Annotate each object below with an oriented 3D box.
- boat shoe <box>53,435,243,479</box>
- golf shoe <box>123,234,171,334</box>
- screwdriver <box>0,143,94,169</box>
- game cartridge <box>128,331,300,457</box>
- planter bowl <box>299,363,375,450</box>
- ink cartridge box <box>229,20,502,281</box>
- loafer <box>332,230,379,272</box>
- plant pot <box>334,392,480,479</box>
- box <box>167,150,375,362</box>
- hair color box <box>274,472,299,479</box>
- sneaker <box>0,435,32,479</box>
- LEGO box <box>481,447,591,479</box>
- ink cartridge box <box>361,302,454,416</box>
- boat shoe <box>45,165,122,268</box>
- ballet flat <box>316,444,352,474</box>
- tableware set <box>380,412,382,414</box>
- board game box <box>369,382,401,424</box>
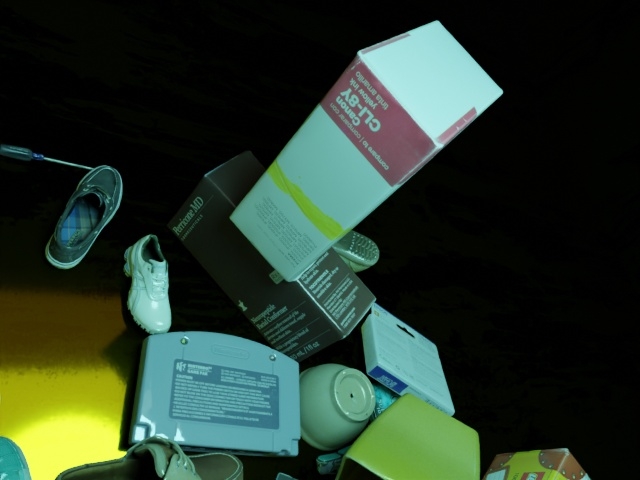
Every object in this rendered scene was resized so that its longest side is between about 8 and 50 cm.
[{"bbox_3d":[-0.218,0.332,0.701,0.324,0.123,0.117,10,94,-58],"label":"boat shoe"},{"bbox_3d":[-0.291,0.072,0.894,0.069,0.086,0.176,-3,61,-44],"label":"golf shoe"},{"bbox_3d":[-0.486,-0.147,0.941,0.169,0.024,0.025,7,29,-44],"label":"screwdriver"},{"bbox_3d":[-0.169,0.261,0.898,0.294,0.060,0.196,19,55,-30],"label":"game cartridge"},{"bbox_3d":[0.036,0.306,0.994,0.162,0.109,0.162,22,50,-28],"label":"planter bowl"},{"bbox_3d":[0.061,-0.134,0.839,0.160,0.384,0.279,48,43,1],"label":"ink cartridge box"},{"bbox_3d":[0.000,0.000,1.190,0.268,0.092,0.102,30,43,2],"label":"loafer"},{"bbox_3d":[0.159,0.399,0.897,0.212,0.212,0.187,27,45,17],"label":"plant pot"},{"bbox_3d":[-0.096,0.040,1.006,0.381,0.191,0.143,50,43,0],"label":"box"},{"bbox_3d":[-0.041,0.553,0.722,0.185,0.114,0.375,21,48,0],"label":"hair color box"},{"bbox_3d":[-0.403,0.364,0.562,0.108,0.121,0.302,-10,61,5],"label":"sneaker"},{"bbox_3d":[0.377,0.688,0.902,0.500,0.193,0.372,-36,88,-38],"label":"LEGO box"},{"bbox_3d":[0.189,0.266,1.172,0.223,0.045,0.224,36,23,-15],"label":"ink cartridge box"},{"bbox_3d":[-0.402,-0.057,0.903,0.080,0.076,0.229,32,46,-19],"label":"boat shoe"},{"bbox_3d":[0.038,0.415,0.979,0.114,0.041,0.041,0,62,-39],"label":"ballet flat"},{"bbox_3d":[0.181,0.442,1.035,0.128,0.039,0.194,10,50,-21],"label":"tableware set"},{"bbox_3d":[0.162,0.392,1.098,0.126,0.026,0.186,4,60,-37],"label":"board game box"}]
